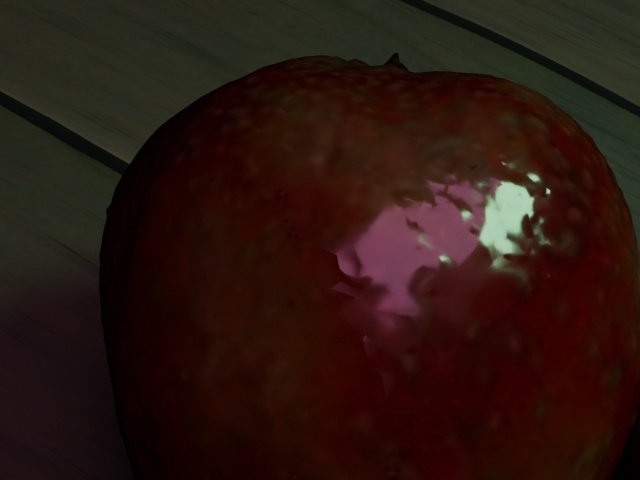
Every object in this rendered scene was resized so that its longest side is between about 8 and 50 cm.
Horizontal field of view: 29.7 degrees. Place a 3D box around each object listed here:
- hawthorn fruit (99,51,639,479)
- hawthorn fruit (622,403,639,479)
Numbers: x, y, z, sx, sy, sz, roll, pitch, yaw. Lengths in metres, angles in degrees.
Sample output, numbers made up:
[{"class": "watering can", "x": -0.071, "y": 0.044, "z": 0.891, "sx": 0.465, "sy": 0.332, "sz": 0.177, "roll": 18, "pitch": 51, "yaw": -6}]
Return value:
[{"class": "hawthorn fruit", "x": 0.021, "y": 0.067, "z": 0.566, "sx": 0.265, "sy": 0.265, "sz": 0.307, "roll": 9, "pitch": 70, "yaw": -1}, {"class": "hawthorn fruit", "x": 0.273, "y": 0.093, "z": 0.580, "sx": 0.301, "sy": 0.268, "sz": 0.268, "roll": -35, "pitch": 62, "yaw": -28}]
